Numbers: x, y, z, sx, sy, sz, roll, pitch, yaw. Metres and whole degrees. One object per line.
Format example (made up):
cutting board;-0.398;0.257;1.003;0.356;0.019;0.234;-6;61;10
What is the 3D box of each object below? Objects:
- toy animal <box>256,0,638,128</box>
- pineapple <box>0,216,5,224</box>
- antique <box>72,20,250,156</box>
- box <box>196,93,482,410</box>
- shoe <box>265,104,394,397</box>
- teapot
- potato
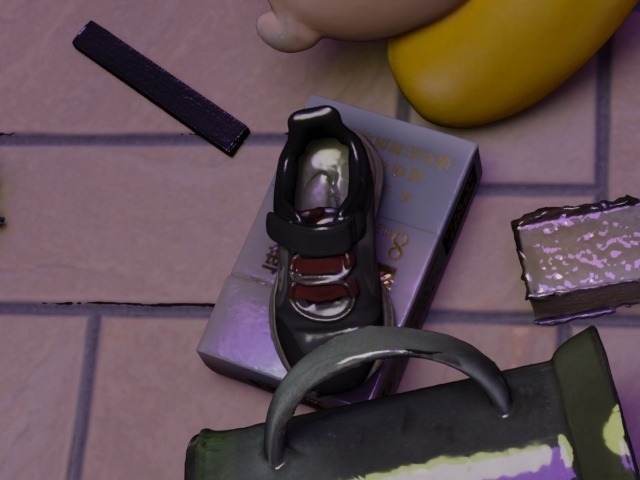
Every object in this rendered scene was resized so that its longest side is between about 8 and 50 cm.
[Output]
toy animal;0.103;-0.255;1.320;0.345;0.277;0.247;0;40;-1
pineapple;-0.387;-0.038;1.382;0.221;0.083;0.103;-3;69;6
antique;-0.142;-0.136;1.412;0.192;0.015;0.031;36;78;20
box;0.019;0.016;1.295;0.155;0.067;0.243;17;72;18
shoe;0.000;0.000;1.207;0.099;0.112;0.227;-4;64;9
teapot;0.053;0.175;1.131;0.337;0.270;0.200;-14;37;6
potato;0.218;0.017;1.263;0.122;0.061;0.086;-9;67;5
